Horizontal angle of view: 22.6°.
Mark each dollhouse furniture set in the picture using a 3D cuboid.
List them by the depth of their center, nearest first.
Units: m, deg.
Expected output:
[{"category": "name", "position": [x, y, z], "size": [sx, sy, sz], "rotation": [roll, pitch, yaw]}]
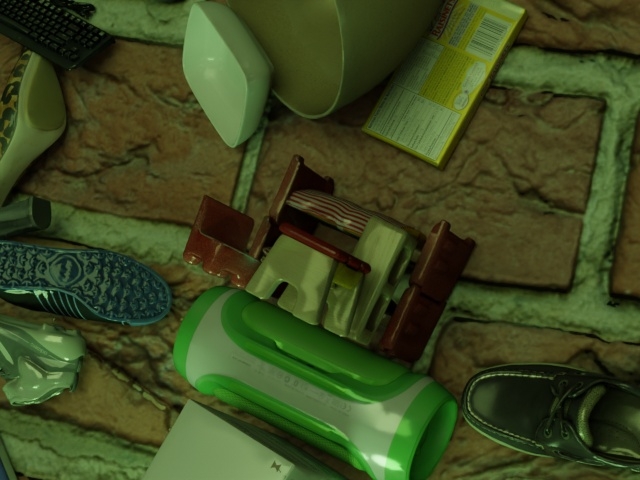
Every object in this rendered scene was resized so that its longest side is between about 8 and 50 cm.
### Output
[{"category": "dollhouse furniture set", "position": [0.000, 0.000, 1.622], "size": [0.201, 0.374, 0.152], "rotation": [25, 88, 21]}]

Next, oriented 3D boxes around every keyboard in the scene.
[{"category": "keyboard", "position": [-0.335, -0.274, 1.973], "size": [0.180, 0.023, 0.108], "rotation": [30, 50, 23]}]

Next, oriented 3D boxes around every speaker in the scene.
[{"category": "speaker", "position": [-0.008, 0.154, 1.712], "size": [0.296, 0.131, 0.131], "rotation": [24, 84, 23]}]

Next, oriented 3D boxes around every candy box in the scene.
[{"category": "candy box", "position": [0.141, -0.190, 1.812], "size": [0.105, 0.027, 0.206], "rotation": [27, 85, 26]}]

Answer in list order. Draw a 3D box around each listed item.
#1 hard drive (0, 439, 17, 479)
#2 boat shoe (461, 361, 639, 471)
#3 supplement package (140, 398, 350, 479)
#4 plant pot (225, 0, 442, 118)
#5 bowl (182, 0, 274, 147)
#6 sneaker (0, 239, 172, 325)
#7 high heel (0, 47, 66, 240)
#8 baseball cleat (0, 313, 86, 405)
[{"category": "hard drive", "position": [-0.436, 0.340, 1.850], "size": [0.210, 0.040, 0.319], "rotation": [-31, 68, 8]}, {"category": "boat shoe", "position": [0.275, 0.179, 1.627], "size": [0.285, 0.092, 0.103], "rotation": [14, 80, 21]}, {"category": "supplement package", "position": [-0.072, 0.267, 1.637], "size": [0.133, 0.244, 0.139], "rotation": [29, 85, 23]}, {"category": "plant pot", "position": [0.030, -0.301, 1.775], "size": [0.191, 0.284, 0.284], "rotation": [-24, 65, -22]}, {"category": "bowl", "position": [-0.103, -0.197, 1.848], "size": [0.053, 0.142, 0.142], "rotation": [-22, 63, -25]}, {"category": "sneaker", "position": [-0.284, 0.051, 1.867], "size": [0.232, 0.090, 0.081], "rotation": [14, 78, 0]}, {"category": "high heel", "position": [-0.406, -0.113, 1.951], "size": [0.186, 0.093, 0.261], "rotation": [-14, 64, 29]}, {"category": "baseball cleat", "position": [-0.374, 0.133, 1.872], "size": [0.205, 0.072, 0.110], "rotation": [10, 85, 25]}]
